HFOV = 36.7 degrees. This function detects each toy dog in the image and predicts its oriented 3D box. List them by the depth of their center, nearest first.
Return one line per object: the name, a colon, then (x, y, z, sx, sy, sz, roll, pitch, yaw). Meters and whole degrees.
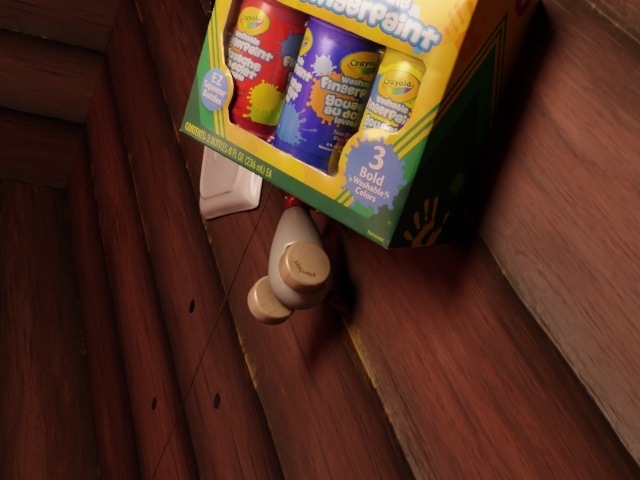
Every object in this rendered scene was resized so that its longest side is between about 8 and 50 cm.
toy dog: (0.000, 0.000, 1.657, 0.220, 0.161, 0.334, -18, 50, 65)

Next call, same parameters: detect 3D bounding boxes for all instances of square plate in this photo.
square plate: (-0.205, -0.234, 2.237, 0.344, 0.049, 0.347, -8, 74, 64)

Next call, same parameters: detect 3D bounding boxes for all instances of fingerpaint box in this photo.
fingerpaint box: (0.032, -0.247, 1.396, 0.444, 0.163, 0.371, 31, 112, 33)

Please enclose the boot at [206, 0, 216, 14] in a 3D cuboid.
boot: (-0.180, -0.594, 2.211, 0.077, 0.137, 0.198, -4, 77, 64)
